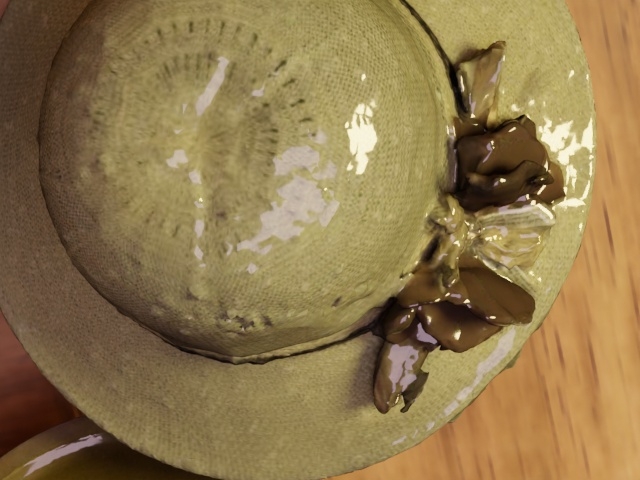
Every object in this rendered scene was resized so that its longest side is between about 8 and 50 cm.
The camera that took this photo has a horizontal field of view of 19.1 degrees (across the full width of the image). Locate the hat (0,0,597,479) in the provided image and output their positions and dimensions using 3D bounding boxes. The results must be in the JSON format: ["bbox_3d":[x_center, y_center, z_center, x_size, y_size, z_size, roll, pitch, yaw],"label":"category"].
[{"bbox_3d":[-0.030,-0.033,0.689,0.257,0.130,0.257,0,90,11],"label":"hat"}]

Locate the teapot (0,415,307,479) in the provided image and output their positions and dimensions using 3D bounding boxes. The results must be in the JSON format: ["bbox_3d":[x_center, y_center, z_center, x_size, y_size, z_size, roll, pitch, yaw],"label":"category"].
[{"bbox_3d":[-0.076,0.186,0.801,0.268,0.185,0.175,11,144,22],"label":"teapot"}]
